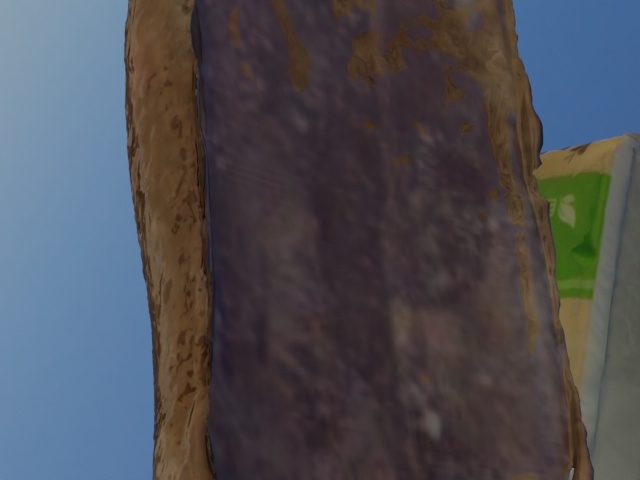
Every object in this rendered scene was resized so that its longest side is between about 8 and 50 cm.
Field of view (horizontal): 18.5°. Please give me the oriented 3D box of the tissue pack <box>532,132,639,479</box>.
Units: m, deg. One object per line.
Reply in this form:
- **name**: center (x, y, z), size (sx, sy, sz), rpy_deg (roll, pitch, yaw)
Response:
- **tissue pack**: center (0.091, 0.126, 1.184), size (0.405, 0.205, 0.332), rpy_deg (-11, -111, 57)

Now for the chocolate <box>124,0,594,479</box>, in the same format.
- **chocolate**: center (0.000, 0.000, 0.742), size (0.100, 0.185, 0.303), rpy_deg (-30, -125, 38)
